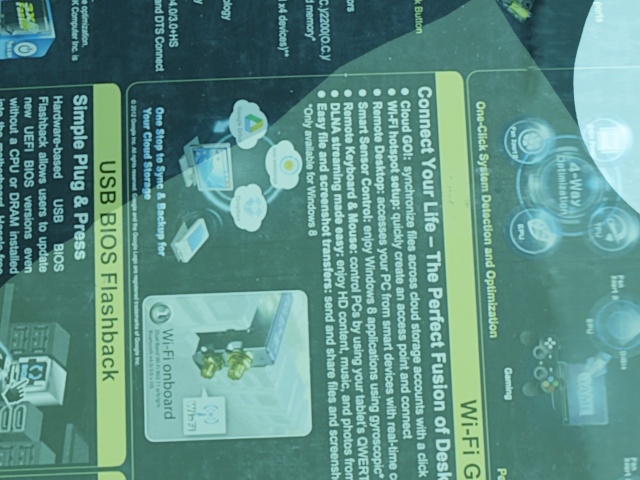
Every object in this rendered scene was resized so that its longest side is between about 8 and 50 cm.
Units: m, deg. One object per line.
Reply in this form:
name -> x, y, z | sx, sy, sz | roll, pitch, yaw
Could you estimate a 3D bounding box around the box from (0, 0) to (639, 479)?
box -> 0.000, 0.000, 0.601 | 0.318, 0.097, 0.394 | -3, 76, 2
